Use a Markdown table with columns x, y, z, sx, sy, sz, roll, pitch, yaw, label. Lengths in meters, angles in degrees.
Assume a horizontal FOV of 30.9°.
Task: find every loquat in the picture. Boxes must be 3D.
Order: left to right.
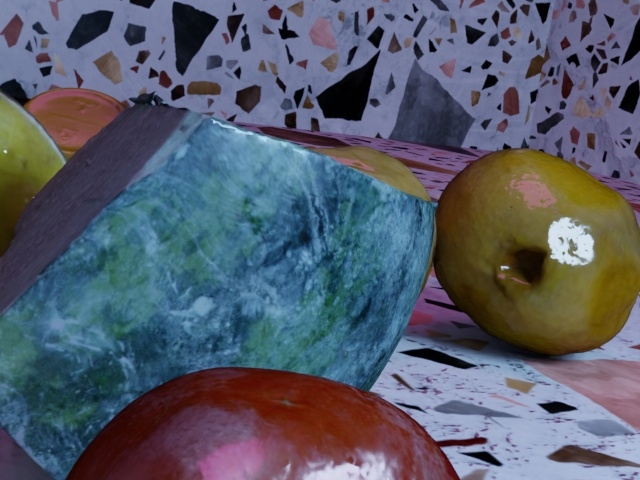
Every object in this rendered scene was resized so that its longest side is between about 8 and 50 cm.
| x | y | z | sx | sy | sz | roll | pitch | yaw | label |
| --- | --- | --- | --- | --- | --- | --- | --- | --- | --- |
| 0.214 | 0.013 | 1.161 | 0.238 | 0.193 | 0.238 | 20 | 19 | -7 | loquat |

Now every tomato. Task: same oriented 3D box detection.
| x | y | z | sx | sy | sz | roll | pitch | yaw | label |
| --- | --- | --- | --- | --- | --- | --- | --- | --- | --- |
| -0.023 | 0.130 | 0.444 | 0.187 | 0.151 | 0.187 | 13 | 13 | -3 | tomato |

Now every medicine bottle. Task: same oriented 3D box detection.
| x | y | z | sx | sy | sz | roll | pitch | yaw | label |
| --- | --- | --- | --- | --- | --- | --- | --- | --- | --- |
| -0.206 | -0.026 | 0.968 | 0.096 | 0.191 | 0.096 | 6 | 43 | -6 | medicine bottle |

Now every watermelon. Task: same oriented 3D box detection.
| x | y | z | sx | sy | sz | roll | pitch | yaw | label |
| --- | --- | --- | --- | --- | --- | --- | --- | --- | --- |
| -0.092 | 0.015 | 0.757 | 0.258 | 0.228 | 0.387 | 27 | 13 | 33 | watermelon |

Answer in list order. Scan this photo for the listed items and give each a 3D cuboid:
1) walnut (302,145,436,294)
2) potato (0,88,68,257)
| x | y | z | sx | sy | sz | roll | pitch | yaw | label |
| --- | --- | --- | --- | --- | --- | --- | --- | --- | --- |
| 0.000 | 0.000 | 1.109 | 0.222 | 0.195 | 0.195 | 1 | 10 | -3 | walnut |
| -0.380 | 0.010 | 0.751 | 0.397 | 0.290 | 0.296 | 45 | 28 | -27 | potato |
